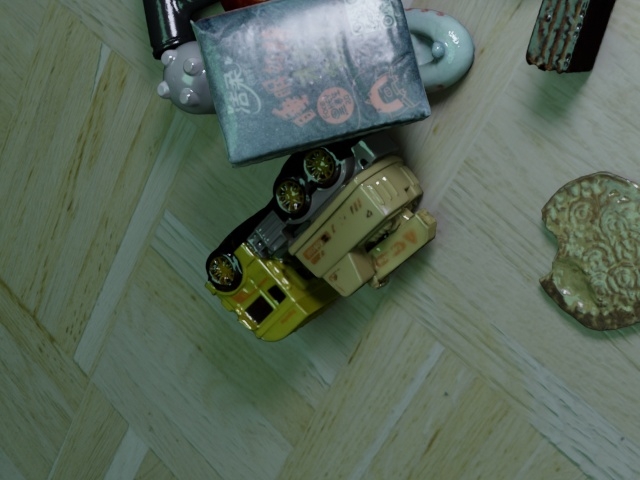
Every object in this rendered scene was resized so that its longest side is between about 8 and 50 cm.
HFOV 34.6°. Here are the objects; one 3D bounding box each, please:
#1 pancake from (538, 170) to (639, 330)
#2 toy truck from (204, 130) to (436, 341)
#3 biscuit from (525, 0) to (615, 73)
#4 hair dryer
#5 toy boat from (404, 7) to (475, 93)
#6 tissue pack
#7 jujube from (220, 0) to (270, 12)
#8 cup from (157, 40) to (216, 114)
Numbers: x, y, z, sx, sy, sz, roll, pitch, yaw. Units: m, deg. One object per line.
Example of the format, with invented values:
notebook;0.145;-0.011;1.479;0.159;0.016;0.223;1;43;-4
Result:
pancake;0.413;0.018;1.490;0.212;0.029;0.235;15;107;34
toy truck;0.000;0.000;1.715;0.254;0.180;0.405;51;121;10
biscuit;0.379;-0.411;1.390;0.073;0.107;0.388;27;113;29
hair dryer;-0.217;-0.457;1.869;0.251;0.089;0.197;-12;89;29
toy boat;0.143;-0.298;1.613;0.207;0.079;0.134;11;102;37
tissue pack;-0.013;-0.255;1.537;0.315;0.103;0.228;-14;89;0
jujube;-0.056;-0.481;1.648;0.223;0.223;0.318;13;102;35
cup;-0.197;-0.291;1.831;0.173;0.142;0.134;5;100;36
